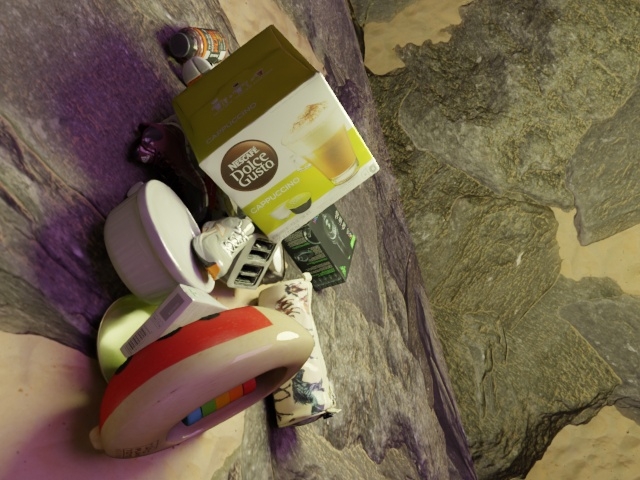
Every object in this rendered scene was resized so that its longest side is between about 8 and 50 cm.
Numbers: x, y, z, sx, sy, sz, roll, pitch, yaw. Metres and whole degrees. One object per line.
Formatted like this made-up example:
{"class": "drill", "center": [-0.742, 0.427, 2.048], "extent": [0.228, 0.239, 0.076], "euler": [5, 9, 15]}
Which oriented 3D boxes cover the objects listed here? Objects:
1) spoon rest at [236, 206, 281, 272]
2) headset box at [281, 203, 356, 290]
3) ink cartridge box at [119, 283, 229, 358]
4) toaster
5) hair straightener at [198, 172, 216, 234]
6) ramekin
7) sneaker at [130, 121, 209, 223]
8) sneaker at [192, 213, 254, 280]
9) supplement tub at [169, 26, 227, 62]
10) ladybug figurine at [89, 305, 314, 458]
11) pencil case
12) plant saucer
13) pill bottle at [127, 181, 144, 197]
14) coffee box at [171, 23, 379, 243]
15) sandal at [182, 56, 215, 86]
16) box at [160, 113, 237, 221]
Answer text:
{"class": "spoon rest", "center": [-0.159, -0.011, 1.668], "extent": [0.276, 0.084, 0.137], "euler": [64, 17, -50]}
{"class": "headset box", "center": [0.000, 0.000, 1.974], "extent": [0.283, 0.131, 0.246], "euler": [57, 29, -26]}
{"class": "ink cartridge box", "center": [-0.280, 0.187, 1.179], "extent": [0.056, 0.181, 0.224], "euler": [44, 4, 22]}
{"class": "toaster", "center": [-0.208, 0.031, 1.494], "extent": [0.185, 0.110, 0.168], "euler": [18, 102, -59]}
{"class": "hair straightener", "center": [-0.309, -0.060, 1.463], "extent": [0.047, 0.089, 0.231], "euler": [11, 71, -50]}
{"class": "ramekin", "center": [-0.349, 0.017, 1.215], "extent": [0.273, 0.127, 0.273], "euler": [63, 6, -12]}
{"class": "sneaker", "center": [-0.389, -0.170, 1.393], "extent": [0.162, 0.106, 0.282], "euler": [-1, 65, -56]}
{"class": "sneaker", "center": [-0.213, -0.003, 1.290], "extent": [0.262, 0.121, 0.099], "euler": [-104, 168, -67]}
{"class": "supplement tub", "center": [-0.368, -0.584, 1.689], "extent": [0.106, 0.106, 0.198], "euler": [66, 26, -8]}
{"class": "ladybug figurine", "center": [-0.224, 0.255, 1.083], "extent": [0.449, 0.305, 0.162], "euler": [-21, 64, -32]}
{"class": "pencil case", "center": [-0.066, 0.302, 1.578], "extent": [0.160, 0.183, 0.411], "euler": [47, 30, -70]}
{"class": "plant saucer", "center": [-0.380, 0.232, 1.183], "extent": [0.241, 0.037, 0.241], "euler": [41, 39, -45]}
{"class": "pill bottle", "center": [-0.398, -0.083, 1.331], "extent": [0.116, 0.065, 0.065], "euler": [51, 32, -36]}
{"class": "coffee box", "center": [-0.120, -0.271, 1.429], "extent": [0.334, 0.337, 0.338], "euler": [50, 6, -44]}
{"class": "sandal", "center": [-0.324, -0.463, 1.715], "extent": [0.265, 0.101, 0.076], "euler": [52, 29, -49]}
{"class": "box", "center": [-0.329, -0.189, 1.539], "extent": [0.324, 0.063, 0.067], "euler": [66, 22, -8]}
